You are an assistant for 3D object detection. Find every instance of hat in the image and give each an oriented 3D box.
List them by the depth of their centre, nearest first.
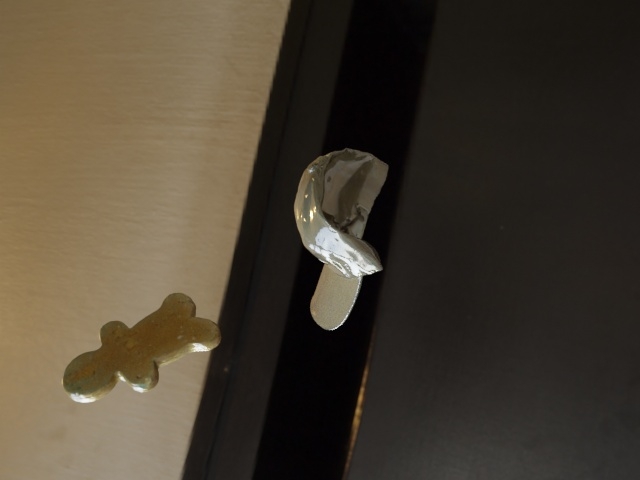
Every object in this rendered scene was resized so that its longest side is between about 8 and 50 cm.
[{"bbox_3d":[0.000,0.000,0.904,0.144,0.173,0.166,34,-144,-19],"label":"hat"}]

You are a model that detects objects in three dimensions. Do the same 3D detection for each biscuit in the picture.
[{"bbox_3d":[-0.276,0.166,1.249,0.234,0.153,0.030,-32,-46,-20],"label":"biscuit"}]
